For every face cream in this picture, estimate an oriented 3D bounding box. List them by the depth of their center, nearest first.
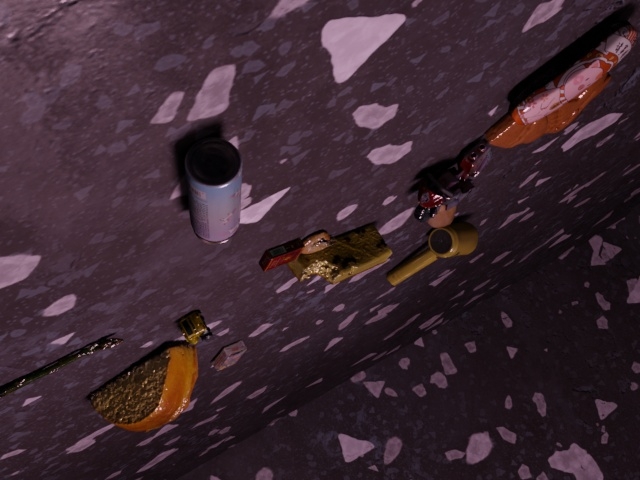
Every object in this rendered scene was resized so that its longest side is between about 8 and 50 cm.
[{"bbox_3d":[-0.147,-0.057,1.151,0.075,0.075,0.229,-27,164,-16],"label":"face cream"}]

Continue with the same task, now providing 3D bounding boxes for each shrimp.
[{"bbox_3d":[0.000,0.000,1.676,0.108,0.023,0.059,-18,150,-42],"label":"shrimp"}]

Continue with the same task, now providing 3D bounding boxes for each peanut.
[{"bbox_3d":[0.270,-0.075,1.857,0.076,0.076,0.152,-31,159,-4],"label":"peanut"}]

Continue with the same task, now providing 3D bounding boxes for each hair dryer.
[{"bbox_3d":[0.283,0.045,2.230,0.279,0.090,0.135,-36,165,33],"label":"hair dryer"}]

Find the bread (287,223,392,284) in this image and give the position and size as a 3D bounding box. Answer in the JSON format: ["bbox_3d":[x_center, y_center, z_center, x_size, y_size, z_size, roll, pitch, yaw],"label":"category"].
[{"bbox_3d":[0.043,0.037,1.747,0.226,0.088,0.049,-22,163,-35],"label":"bread"}]

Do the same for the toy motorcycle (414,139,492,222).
[{"bbox_3d":[0.269,-0.127,1.709,0.213,0.082,0.122,-44,163,-1],"label":"toy motorcycle"}]

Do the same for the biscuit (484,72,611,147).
[{"bbox_3d":[0.472,-0.267,1.719,0.306,0.043,0.284,-28,163,-13],"label":"biscuit"}]

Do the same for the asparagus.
[{"bbox_3d":[-0.462,0.222,1.476,0.233,0.022,0.023,-24,118,-19],"label":"asparagus"}]

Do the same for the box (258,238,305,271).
[{"bbox_3d":[-0.075,0.028,1.616,0.082,0.023,0.051,-21,161,-33],"label":"box"}]

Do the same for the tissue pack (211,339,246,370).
[{"bbox_3d":[-0.227,0.289,2.069,0.063,0.035,0.083,-19,160,-38],"label":"tissue pack"}]

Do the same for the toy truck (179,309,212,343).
[{"bbox_3d":[-0.254,0.178,1.679,0.054,0.049,0.083,-28,164,-10],"label":"toy truck"}]

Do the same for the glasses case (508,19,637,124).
[{"bbox_3d":[0.469,-0.310,1.548,0.267,0.067,0.103,-37,164,16],"label":"glasses case"}]

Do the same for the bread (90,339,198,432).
[{"bbox_3d":[-0.365,0.335,1.780,0.260,0.134,0.129,-35,162,9],"label":"bread"}]
